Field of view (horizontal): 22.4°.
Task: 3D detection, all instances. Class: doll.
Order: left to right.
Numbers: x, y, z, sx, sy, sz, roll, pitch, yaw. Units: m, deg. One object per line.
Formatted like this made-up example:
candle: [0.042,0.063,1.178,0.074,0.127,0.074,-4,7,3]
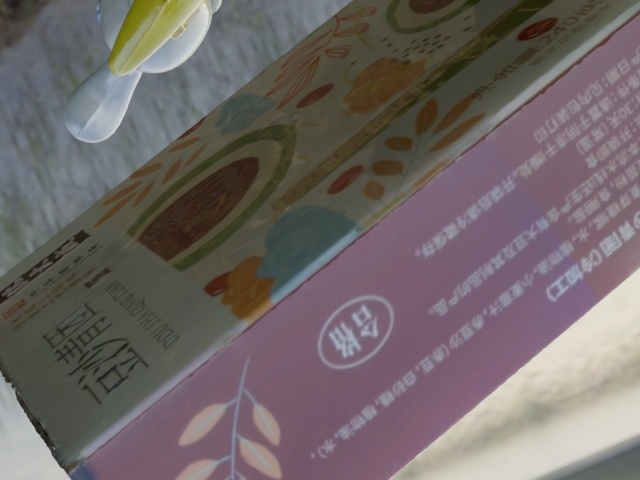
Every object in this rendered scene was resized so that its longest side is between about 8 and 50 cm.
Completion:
doll: [-0.151,-0.232,1.537,0.252,0.111,0.237,-40,-156,58]

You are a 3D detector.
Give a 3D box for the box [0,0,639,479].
box: [0.000,0.000,0.949,0.385,0.122,0.344,-39,-159,-9]
